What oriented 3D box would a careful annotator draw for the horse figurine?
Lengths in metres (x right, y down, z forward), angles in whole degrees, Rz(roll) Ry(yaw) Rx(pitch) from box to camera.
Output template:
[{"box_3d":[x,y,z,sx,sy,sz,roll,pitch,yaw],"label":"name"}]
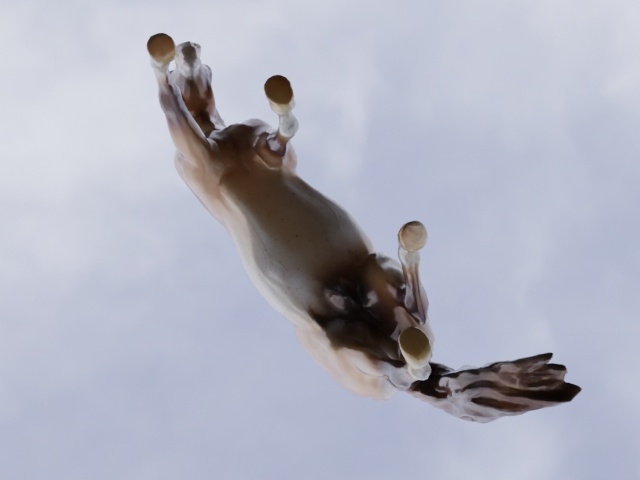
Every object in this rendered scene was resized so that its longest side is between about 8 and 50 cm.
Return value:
[{"box_3d":[0.000,0.000,0.888,0.066,0.174,0.263,-40,-100,-12],"label":"horse figurine"}]
